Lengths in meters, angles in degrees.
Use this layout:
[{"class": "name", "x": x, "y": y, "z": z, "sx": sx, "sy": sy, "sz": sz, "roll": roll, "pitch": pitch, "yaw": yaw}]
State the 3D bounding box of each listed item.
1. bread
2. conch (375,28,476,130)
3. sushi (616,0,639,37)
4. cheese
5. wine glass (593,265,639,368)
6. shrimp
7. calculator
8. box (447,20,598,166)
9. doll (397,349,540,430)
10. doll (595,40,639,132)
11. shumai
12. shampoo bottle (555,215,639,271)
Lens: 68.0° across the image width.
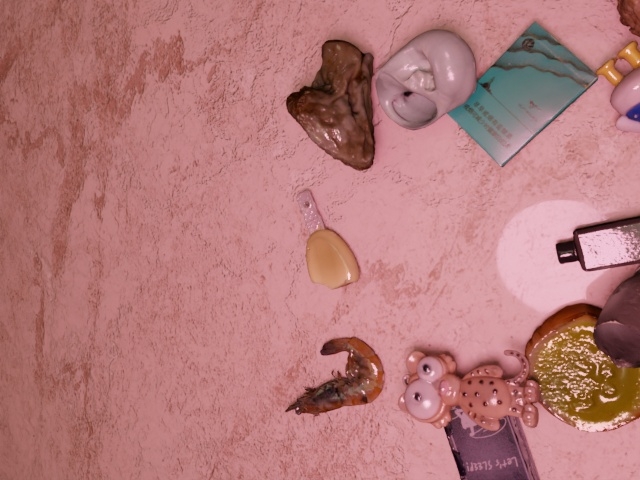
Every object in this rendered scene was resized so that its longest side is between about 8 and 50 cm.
[{"class": "bread", "x": 0.507, "y": 0.241, "z": 0.901, "sx": 0.236, "sy": 0.070, "sz": 0.236, "roll": 3, "pitch": 97, "yaw": 28}, {"class": "conch", "x": 0.215, "y": -0.320, "z": 0.961, "sx": 0.221, "sy": 0.121, "sz": 0.185, "roll": 3, "pitch": 89, "yaw": 51}, {"class": "sushi", "x": 0.617, "y": -0.350, "z": 0.712, "sx": 0.350, "sy": 0.211, "sz": 0.171, "roll": 46, "pitch": 118, "yaw": 22}, {"class": "cheese", "x": 0.000, "y": 0.000, "z": 1.151, "sx": 0.127, "sy": 0.050, "sz": 0.255, "roll": -27, "pitch": 81, "yaw": 28}, {"class": "wine glass", "x": 0.541, "y": 0.119, "z": 0.791, "sx": 0.111, "sy": 0.204, "sz": 0.111, "roll": 35, "pitch": 143, "yaw": 31}, {"class": "shrimp", "x": 0.018, "y": 0.341, "z": 1.177, "sx": 0.296, "sy": 0.058, "sz": 0.169, "roll": -24, "pitch": 77, "yaw": 24}, {"class": "calculator", "x": 0.355, "y": 0.430, "z": 1.022, "sx": 0.165, "sy": 0.028, "sz": 0.274, "roll": -19, "pitch": 87, "yaw": 27}, {"class": "box", "x": 0.386, "y": -0.279, "z": 0.925, "sx": 0.161, "sy": 0.042, "sz": 0.226, "roll": 49, "pitch": 114, "yaw": 13}, {"class": "doll", "x": 0.292, "y": 0.302, "z": 0.959, "sx": 0.278, "sy": 0.119, "sz": 0.154, "roll": -10, "pitch": 66, "yaw": 31}, {"class": "doll", "x": 0.587, "y": -0.200, "z": 0.789, "sx": 0.293, "sy": 0.119, "sz": 0.138, "roll": 57, "pitch": 136, "yaw": 13}, {"class": "shumai", "x": 0.058, "y": -0.290, "z": 1.004, "sx": 0.203, "sy": 0.222, "sz": 0.272, "roll": -44, "pitch": 66, "yaw": 20}, {"class": "shampoo bottle", "x": 0.556, "y": 0.000, "z": 0.845, "sx": 0.246, "sy": 0.080, "sz": 0.079, "roll": -14, "pitch": 87, "yaw": 27}]
